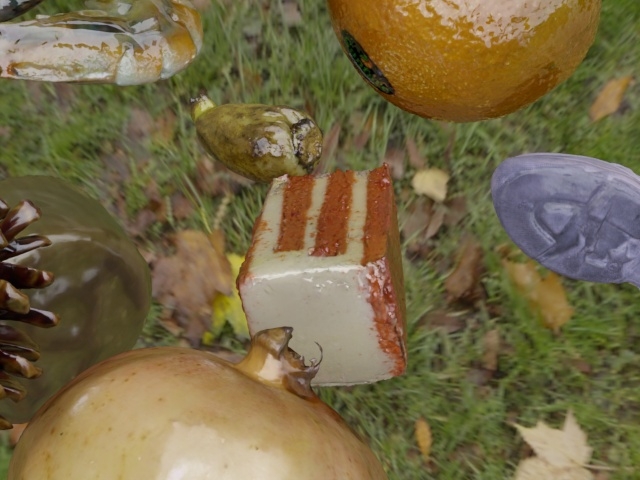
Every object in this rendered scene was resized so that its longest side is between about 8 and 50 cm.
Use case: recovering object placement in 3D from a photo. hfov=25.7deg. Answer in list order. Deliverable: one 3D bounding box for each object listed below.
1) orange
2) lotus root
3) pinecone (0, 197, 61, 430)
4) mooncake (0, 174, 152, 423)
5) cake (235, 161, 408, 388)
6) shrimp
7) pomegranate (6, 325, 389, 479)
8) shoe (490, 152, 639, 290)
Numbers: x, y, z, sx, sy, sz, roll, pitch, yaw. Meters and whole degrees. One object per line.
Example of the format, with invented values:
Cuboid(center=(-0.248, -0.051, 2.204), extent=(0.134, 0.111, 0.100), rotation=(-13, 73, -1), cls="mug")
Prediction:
Cuboid(center=(0.099, -0.183, 1.019), extent=(0.206, 0.206, 0.206), rotation=(0, 85, 0), cls="orange")
Cuboid(center=(-0.084, -0.123, 1.679), extent=(0.191, 0.108, 0.094), rotation=(16, 107, 32), cls="lotus root")
Cuboid(center=(-0.314, 0.060, 1.051), extent=(0.264, 0.264, 0.264), rotation=(0, 85, 0), cls="pinecone")
Cuboid(center=(-0.334, 0.074, 1.596), extent=(0.284, 0.284, 0.155), rotation=(-43, 52, -4), cls="mooncake")
Cuboid(center=(0.000, 0.000, 1.431), extent=(0.158, 0.159, 0.262), rotation=(-6, 59, 6), cls="cake")
Cuboid(center=(-0.225, -0.201, 1.249), extent=(0.254, 0.059, 0.145), rotation=(-4, 61, -23), cls="shrimp")
Cuboid(center=(-0.090, 0.224, 1.193), extent=(0.338, 0.338, 0.338), rotation=(0, 85, 0), cls="pomegranate")
Cuboid(center=(0.240, -0.020, 1.161), extent=(0.245, 0.137, 0.095), rotation=(25, 112, -21), cls="shoe")
